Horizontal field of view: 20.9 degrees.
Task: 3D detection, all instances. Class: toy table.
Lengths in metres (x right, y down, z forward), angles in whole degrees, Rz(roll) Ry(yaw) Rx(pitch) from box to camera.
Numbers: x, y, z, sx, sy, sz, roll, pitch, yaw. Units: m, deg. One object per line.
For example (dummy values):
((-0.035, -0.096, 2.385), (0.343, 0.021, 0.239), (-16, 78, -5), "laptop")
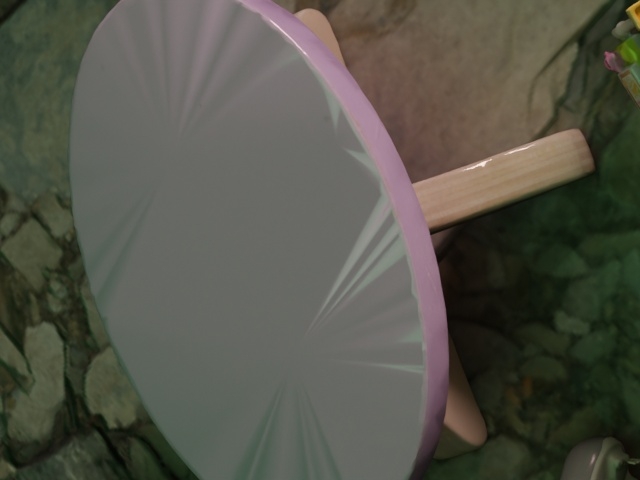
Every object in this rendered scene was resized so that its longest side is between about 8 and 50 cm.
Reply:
((0.000, 0.000, 0.882), (0.252, 0.161, 0.274), (-9, 93, 29), "toy table")

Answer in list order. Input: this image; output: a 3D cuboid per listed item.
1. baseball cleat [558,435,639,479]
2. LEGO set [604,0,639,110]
((0.105, 0.195, 0.905), (0.109, 0.072, 0.206), (12, 99, 33), "baseball cleat")
((0.190, -0.132, 0.817), (0.132, 0.107, 0.287), (-10, 87, -6), "LEGO set")
